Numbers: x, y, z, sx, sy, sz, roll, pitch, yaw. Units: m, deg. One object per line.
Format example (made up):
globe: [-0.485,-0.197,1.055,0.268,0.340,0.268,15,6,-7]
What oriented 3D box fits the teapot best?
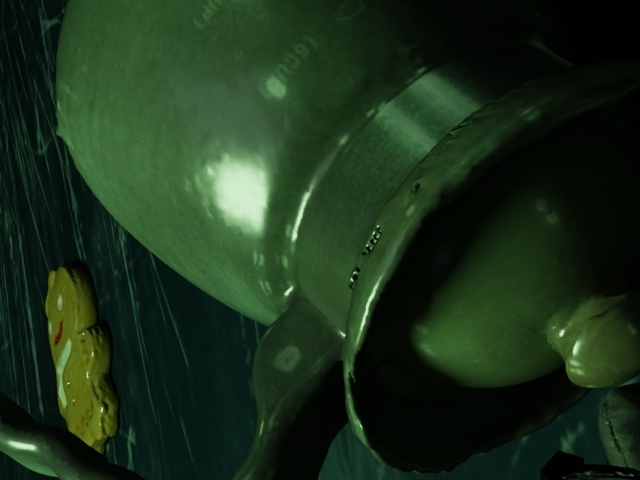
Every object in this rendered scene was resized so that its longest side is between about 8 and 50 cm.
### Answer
teapot: [0.004,-0.020,0.424,0.285,0.305,0.223,43,145,42]

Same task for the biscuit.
biscuit: [-0.289,0.135,1.216,0.184,0.035,0.248,-53,47,49]

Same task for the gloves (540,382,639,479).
gloves: [0.168,0.117,0.297,0.119,0.142,0.285,-61,32,-1]
